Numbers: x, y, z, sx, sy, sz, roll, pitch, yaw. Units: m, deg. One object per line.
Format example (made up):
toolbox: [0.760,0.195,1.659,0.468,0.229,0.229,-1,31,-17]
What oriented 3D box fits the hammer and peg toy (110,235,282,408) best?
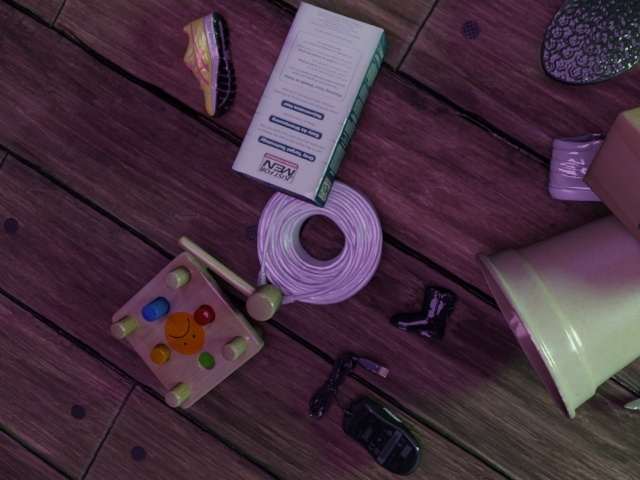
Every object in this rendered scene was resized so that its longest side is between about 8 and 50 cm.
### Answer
hammer and peg toy: [-0.242,0.149,1.839,0.361,0.127,0.266,-41,87,26]

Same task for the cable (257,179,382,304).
cable: [0.000,0.000,1.807,0.257,0.089,0.256,1,96,13]

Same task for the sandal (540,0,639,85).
sandal: [0.565,-0.448,1.617,0.168,0.107,0.445,40,92,7]

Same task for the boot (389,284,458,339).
boot: [0.206,0.136,1.799,0.121,0.045,0.099,15,103,4]

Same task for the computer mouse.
computer mouse: [0.117,0.343,1.844,0.262,0.060,0.184,31,108,19]

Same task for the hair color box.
hair color box: [-0.016,-0.255,1.722,0.174,0.105,0.347,22,86,12]

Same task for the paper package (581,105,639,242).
paper package: [0.652,-0.082,1.463,0.324,0.310,0.168,57,153,35]

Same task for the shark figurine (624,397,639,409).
shark figurine: [0.669,0.194,1.676,0.116,0.166,0.278,29,127,14]

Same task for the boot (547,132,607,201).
boot: [0.549,-0.136,1.653,0.259,0.095,0.123,2,105,14]

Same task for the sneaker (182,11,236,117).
sneaker: [-0.230,-0.349,1.824,0.094,0.081,0.208,-5,90,21]

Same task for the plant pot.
plant pot: [0.491,0.098,1.607,0.306,0.334,0.333,-29,90,5]
